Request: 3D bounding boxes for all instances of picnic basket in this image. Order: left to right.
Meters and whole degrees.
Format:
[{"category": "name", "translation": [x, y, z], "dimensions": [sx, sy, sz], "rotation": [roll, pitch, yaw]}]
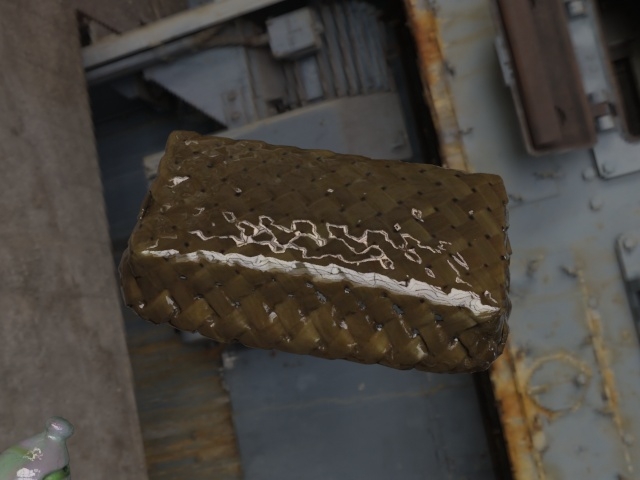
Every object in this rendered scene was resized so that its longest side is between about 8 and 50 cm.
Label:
[{"category": "picnic basket", "translation": [0.000, 0.000, 0.454], "dimensions": [0.055, 0.193, 0.110], "rotation": [92, 7, -48]}]

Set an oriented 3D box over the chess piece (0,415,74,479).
[{"category": "chess piece", "translation": [-0.286, 0.277, 0.795], "dimensions": [0.271, 0.139, 0.139], "rotation": [-62, 151, -8]}]
